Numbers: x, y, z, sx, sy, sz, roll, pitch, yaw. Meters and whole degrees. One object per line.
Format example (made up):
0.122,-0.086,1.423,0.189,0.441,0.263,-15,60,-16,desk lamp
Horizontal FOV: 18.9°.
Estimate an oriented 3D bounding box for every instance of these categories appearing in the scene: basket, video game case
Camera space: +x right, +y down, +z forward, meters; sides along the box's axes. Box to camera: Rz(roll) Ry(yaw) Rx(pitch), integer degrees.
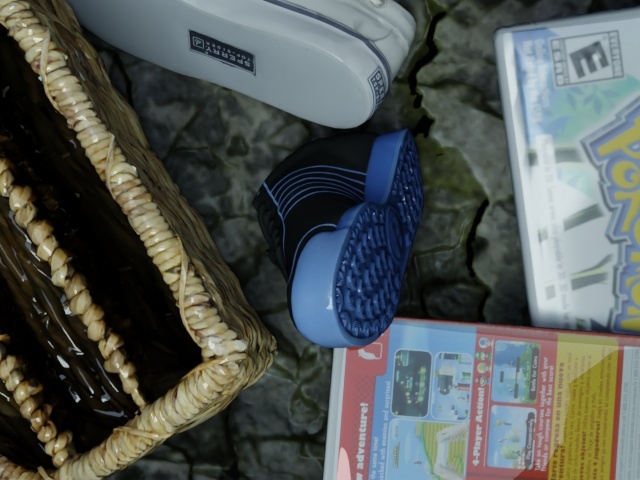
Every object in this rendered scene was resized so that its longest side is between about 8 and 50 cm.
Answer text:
-0.190,0.005,1.136,0.213,0.223,0.299,-32,86,2,basket
0.143,0.154,1.135,0.285,0.025,0.204,5,86,-2,video game case
0.274,0.012,1.167,0.300,0.036,0.329,-8,98,2,video game case

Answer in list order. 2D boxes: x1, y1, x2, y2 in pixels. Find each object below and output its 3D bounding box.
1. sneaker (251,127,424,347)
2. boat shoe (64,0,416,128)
0.000,0.000,1.140,0.090,0.232,0.081,-7,111,16,sneaker
-0.067,-0.163,1.221,0.268,0.096,0.088,22,55,18,boat shoe
